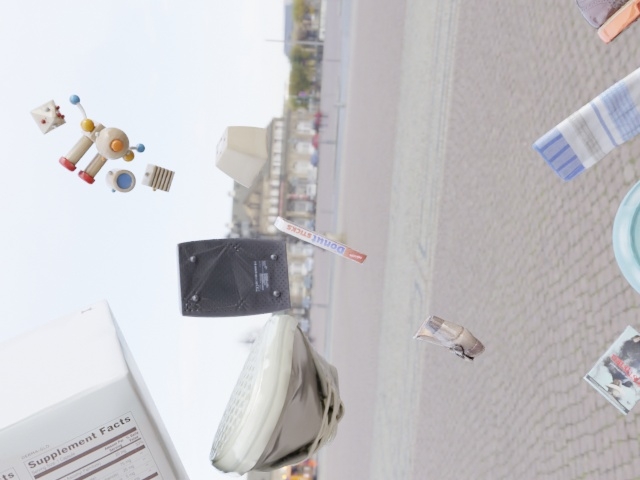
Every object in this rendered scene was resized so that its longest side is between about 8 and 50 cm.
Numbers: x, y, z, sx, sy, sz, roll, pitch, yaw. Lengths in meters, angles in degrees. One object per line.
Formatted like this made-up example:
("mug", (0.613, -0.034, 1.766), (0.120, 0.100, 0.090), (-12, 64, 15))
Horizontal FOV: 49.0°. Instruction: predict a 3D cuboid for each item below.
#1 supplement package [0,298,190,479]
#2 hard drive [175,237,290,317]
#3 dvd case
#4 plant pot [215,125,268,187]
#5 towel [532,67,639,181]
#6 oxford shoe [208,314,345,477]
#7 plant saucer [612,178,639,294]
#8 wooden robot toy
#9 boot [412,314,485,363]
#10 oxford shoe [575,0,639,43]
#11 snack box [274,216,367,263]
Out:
("supplement package", (-0.228, 0.231, 0.637), (0.199, 0.198, 0.262), (31, 142, 65))
("hard drive", (-0.191, 0.082, 1.526), (0.054, 0.255, 0.171), (-16, 77, 59))
("dvd case", (0.502, 0.211, 1.148), (0.119, 0.087, 0.013), (-44, -12, -10))
("plant pot", (-0.190, -0.208, 1.650), (0.109, 0.096, 0.109), (-50, 33, 41))
("towel", (0.580, -0.235, 1.410), (0.209, 0.285, 0.034), (26, -146, -53))
("oxford shoe", (-0.035, 0.185, 0.798), (0.169, 0.130, 0.449), (-63, -4, -11))
("plant saucer", (0.724, -0.011, 1.336), (0.044, 0.318, 0.317), (10, -98, -59))
("wooden robot toy", (-0.234, -0.095, 0.777), (0.079, 0.173, 0.076), (17, 73, 54))
("boot", (0.183, 0.144, 1.001), (0.042, 0.087, 0.118), (-55, -5, -14))
("oxford shoe", (0.473, -0.405, 0.994), (0.097, 0.098, 0.271), (-34, -10, -42))
("snack box", (0.000, 0.000, 1.348), (0.022, 0.178, 0.064), (-66, 16, 3))
